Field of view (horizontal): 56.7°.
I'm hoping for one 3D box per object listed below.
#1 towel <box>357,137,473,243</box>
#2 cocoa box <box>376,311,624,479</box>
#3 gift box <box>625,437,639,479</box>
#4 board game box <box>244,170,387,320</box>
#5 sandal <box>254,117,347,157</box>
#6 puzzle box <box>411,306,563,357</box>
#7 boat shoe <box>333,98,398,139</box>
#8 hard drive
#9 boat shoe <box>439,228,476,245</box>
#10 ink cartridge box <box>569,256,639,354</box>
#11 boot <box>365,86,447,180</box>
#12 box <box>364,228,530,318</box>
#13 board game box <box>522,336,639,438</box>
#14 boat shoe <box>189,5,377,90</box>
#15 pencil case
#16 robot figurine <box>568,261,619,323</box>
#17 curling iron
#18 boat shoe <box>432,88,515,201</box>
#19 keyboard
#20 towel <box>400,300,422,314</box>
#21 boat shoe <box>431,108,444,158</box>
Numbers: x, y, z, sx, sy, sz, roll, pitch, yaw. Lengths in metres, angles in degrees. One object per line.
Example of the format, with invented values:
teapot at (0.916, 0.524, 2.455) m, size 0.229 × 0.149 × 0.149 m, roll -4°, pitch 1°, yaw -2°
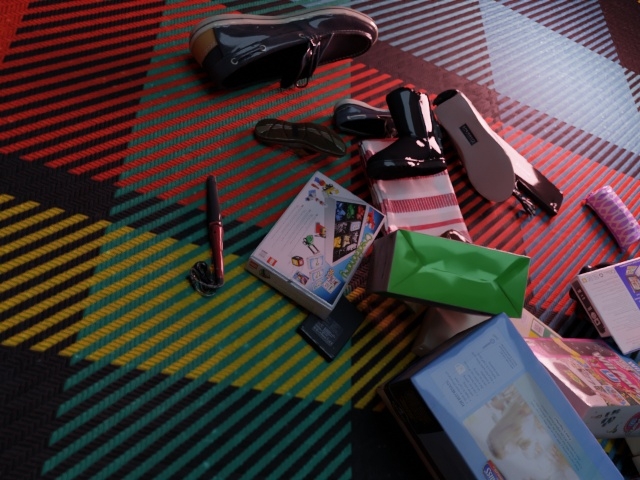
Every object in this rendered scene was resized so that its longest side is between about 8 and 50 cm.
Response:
towel at (0.234, -0.105, 1.441) m, size 0.237 × 0.037 × 0.329 m, roll -8°, pitch 73°, yaw -27°
cocoa box at (0.310, 0.349, 1.085) m, size 0.231 × 0.228 × 0.347 m, roll -30°, pitch 79°, yaw -18°
gift box at (0.824, 0.412, 1.373) m, size 0.276 × 0.255 × 0.258 m, roll -1°, pitch 60°, yaw -37°
board game box at (0.000, 0.000, 1.256) m, size 0.193 × 0.053 × 0.305 m, roll 34°, pitch 49°, yaw 1°
sandal at (-0.047, -0.230, 1.388) m, size 0.219 × 0.060 × 0.090 m, roll 6°, pitch 52°, yaw -11°
puzzle box at (0.417, 0.257, 1.356) m, size 0.409 × 0.052 × 0.272 m, roll 37°, pitch 49°, yaw -5°
boat shoe at (0.155, -0.295, 1.516) m, size 0.254 × 0.095 × 0.079 m, roll 11°, pitch 55°, yaw -23°
hard drive at (0.024, 0.168, 1.201) m, size 0.094 × 0.022 × 0.135 m, roll 44°, pitch 50°, yaw 1°
boat shoe at (0.363, 0.051, 1.369) m, size 0.073 × 0.073 × 0.207 m, roll -37°, pitch 84°, yaw -35°
ink cartridge box at (0.737, 0.155, 1.411) m, size 0.206 × 0.045 × 0.208 m, roll -13°, pitch 62°, yaw -14°
boot at (0.183, -0.254, 1.397) m, size 0.246 × 0.094 × 0.207 m, roll -8°, pitch 78°, yaw -36°
box at (0.242, 0.069, 1.191) m, size 0.262 × 0.231 × 0.127 m, roll 12°, pitch 83°, yaw -6°
board game box at (0.564, 0.305, 1.248) m, size 0.303 × 0.097 × 0.224 m, roll 8°, pitch 25°, yaw -29°
boat shoe at (-0.065, -0.454, 1.438) m, size 0.500 × 0.187 × 0.156 m, roll -15°, pitch 75°, yaw -31°
pencil case at (0.905, -0.073, 1.826) m, size 0.088 × 0.086 × 0.206 m, roll -32°, pitch 76°, yaw -5°
robot figurine at (0.799, 0.154, 1.562) m, size 0.278 × 0.173 × 0.209 m, roll 18°, pitch 54°, yaw -19°
curling iron at (-0.218, -0.019, 1.167) m, size 0.068 × 0.035 × 0.274 m, roll 13°, pitch 56°, yaw -23°
boat shoe at (0.435, -0.275, 1.654) m, size 0.340 × 0.127 × 0.158 m, roll 59°, pitch 23°, yaw -9°
keyboard at (0.574, -0.182, 1.734) m, size 0.317 × 0.033 × 0.201 m, roll 41°, pitch 47°, yaw -1°
towel at (0.219, 0.075, 1.333) m, size 0.113 × 0.023 × 0.152 m, roll 43°, pitch 69°, yaw -10°
boat shoe at (0.297, -0.277, 1.602) m, size 0.076 × 0.080 × 0.228 m, roll 15°, pitch 56°, yaw -30°
